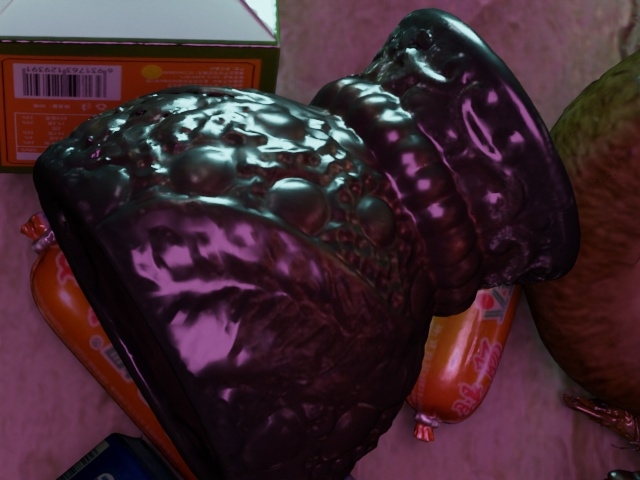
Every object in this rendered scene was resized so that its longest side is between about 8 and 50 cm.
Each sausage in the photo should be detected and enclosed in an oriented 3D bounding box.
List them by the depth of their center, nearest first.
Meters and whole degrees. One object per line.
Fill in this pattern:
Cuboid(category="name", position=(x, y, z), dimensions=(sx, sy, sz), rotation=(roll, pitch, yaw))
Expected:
Cuboid(category="sausage", position=(-0.096, 0.098, 1.323), dimensions=(0.093, 0.093, 0.312), rotation=(-41, 89, -10))
Cuboid(category="sausage", position=(0.110, 0.033, 1.365), dimensions=(0.071, 0.071, 0.234), rotation=(18, 81, -3))

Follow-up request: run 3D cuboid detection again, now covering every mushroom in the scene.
Cuboid(category="mushroom", position=(0.284, 0.025, 1.265), dimensions=(0.331, 0.356, 0.334), rotation=(23, 121, 20))

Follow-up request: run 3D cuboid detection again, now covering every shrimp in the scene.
Cuboid(category="shrimp", position=(0.237, 0.165, 1.384), dimensions=(0.162, 0.045, 0.095), rotation=(27, 101, -7))

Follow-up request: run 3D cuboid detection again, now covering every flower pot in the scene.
Cuboid(category="flower pot", position=(0.000, 0.000, 1.171), dimensions=(0.267, 0.266, 0.266), rotation=(-31, 86, -11))

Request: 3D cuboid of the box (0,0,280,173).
Cuboid(category="box", position=(-0.131, -0.148, 1.301), dimensions=(0.195, 0.148, 0.177), rotation=(0, 52, -6))

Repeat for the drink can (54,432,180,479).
Cuboid(category="drink can", position=(-0.172, 0.230, 1.285), dimensions=(0.205, 0.118, 0.118), rotation=(-40, 88, -8))

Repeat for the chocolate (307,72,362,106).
Cuboid(category="chocolate", position=(0.019, -0.001, 1.343), dimensions=(0.110, 0.110, 0.248), rotation=(6, 84, -5))
